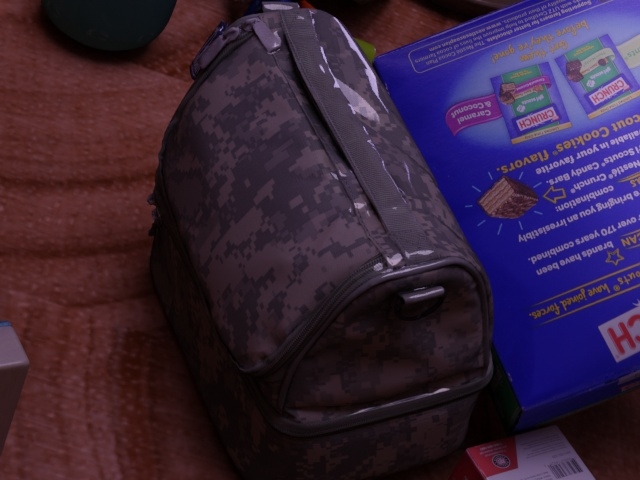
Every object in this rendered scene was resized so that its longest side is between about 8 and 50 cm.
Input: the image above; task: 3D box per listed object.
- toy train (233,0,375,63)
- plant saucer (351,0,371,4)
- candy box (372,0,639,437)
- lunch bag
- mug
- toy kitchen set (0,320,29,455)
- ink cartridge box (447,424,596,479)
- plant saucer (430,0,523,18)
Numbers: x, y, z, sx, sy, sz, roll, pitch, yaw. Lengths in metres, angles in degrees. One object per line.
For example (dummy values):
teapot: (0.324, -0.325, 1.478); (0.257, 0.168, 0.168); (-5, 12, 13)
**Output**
toy train: (-0.009, -0.203, 1.608); (0.143, 0.105, 0.248); (24, 30, -27)
plant saucer: (-0.011, -0.296, 1.682); (0.188, 0.045, 0.188); (27, 6, 2)
candy box: (0.219, -0.037, 1.322); (0.268, 0.122, 0.317); (-20, 72, -3)
lunch bag: (0.000, 0.000, 1.243); (0.212, 0.256, 0.305); (-9, 50, -22)
mug: (-0.192, -0.247, 1.546); (0.129, 0.097, 0.158); (36, 41, 13)
toy kitchen set: (-0.333, 0.076, 1.110); (0.207, 0.122, 0.166); (-8, 50, -33)
ink cartridge box: (0.175, 0.220, 1.268); (0.099, 0.056, 0.135); (-9, 51, -34)
plant saucer: (0.166, -0.342, 1.876); (0.277, 0.041, 0.278); (15, 42, -14)
